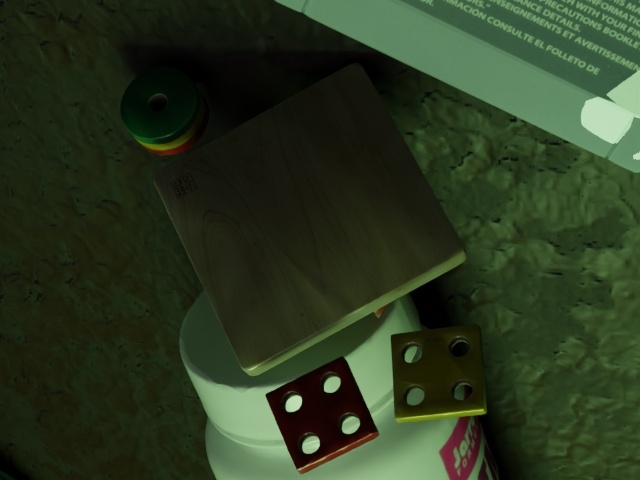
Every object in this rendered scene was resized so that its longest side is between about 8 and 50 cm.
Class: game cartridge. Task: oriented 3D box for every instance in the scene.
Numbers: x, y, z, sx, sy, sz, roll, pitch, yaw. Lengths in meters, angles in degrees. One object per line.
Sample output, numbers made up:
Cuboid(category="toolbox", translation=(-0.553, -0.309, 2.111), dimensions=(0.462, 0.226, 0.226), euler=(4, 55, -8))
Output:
Cuboid(category="game cartridge", translation=(0.107, -0.154, 0.871), dimensions=(0.297, 0.062, 0.198), euler=(26, 130, -3))

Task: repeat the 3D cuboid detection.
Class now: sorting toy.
Cuboid(category="sorting toy", translation=(0.000, 0.000, 0.971), dimensions=(0.132, 0.274, 0.046), euler=(-29, 153, 3))

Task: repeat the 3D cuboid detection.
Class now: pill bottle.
Cuboid(category="pill bottle", translation=(0.026, 0.145, 1.093), dimensions=(0.160, 0.160, 0.283), euler=(-5, 128, 24))

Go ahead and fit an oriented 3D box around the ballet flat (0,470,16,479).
Cuboid(category="ballet flat", translation=(-0.288, 0.187, 1.273), dimensions=(0.116, 0.124, 0.342), euler=(-13, 124, 30))
